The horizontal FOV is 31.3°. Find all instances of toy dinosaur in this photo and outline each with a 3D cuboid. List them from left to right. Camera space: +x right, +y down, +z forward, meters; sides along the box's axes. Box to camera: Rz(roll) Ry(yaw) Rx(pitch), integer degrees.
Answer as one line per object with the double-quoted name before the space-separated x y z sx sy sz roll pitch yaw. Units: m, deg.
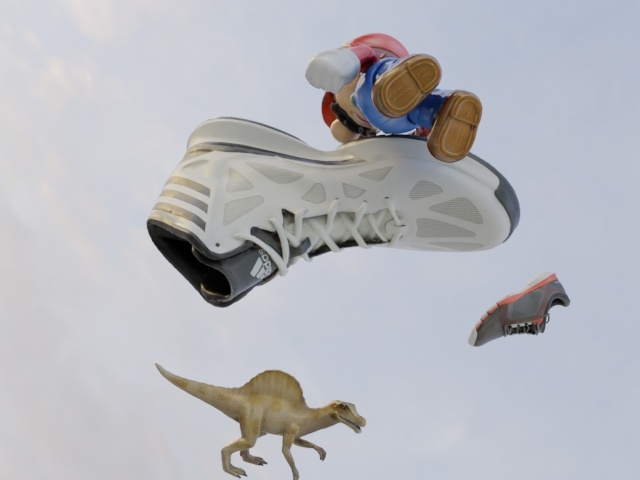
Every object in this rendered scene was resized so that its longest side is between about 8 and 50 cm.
"toy dinosaur" -0.055 0.153 0.982 0.183 0.053 0.092 12 -82 0

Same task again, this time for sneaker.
"sneaker" 0.000 0.001 1.378 0.448 0.257 0.169 9 -44 19
"sneaker" 0.270 0.103 1.534 0.065 0.158 0.061 52 -12 20

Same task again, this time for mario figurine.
"mario figurine" 0.071 -0.150 1.383 0.320 0.170 0.198 -141 -146 -72
